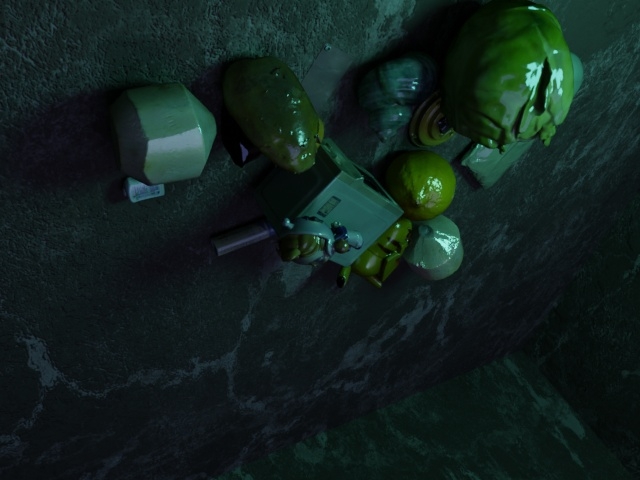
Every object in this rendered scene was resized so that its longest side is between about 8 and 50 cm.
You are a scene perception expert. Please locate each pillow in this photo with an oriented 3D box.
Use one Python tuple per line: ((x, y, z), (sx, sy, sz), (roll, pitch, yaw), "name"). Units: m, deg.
((0.648, -0.325, 2.116), (0.274, 0.076, 0.281), (-46, 144, 11), "pillow")

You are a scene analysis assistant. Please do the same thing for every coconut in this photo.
((-0.337, -0.231, 1.282), (0.241, 0.241, 0.241), (-23, 143, -18), "coconut")
((0.407, 0.016, 2.178), (0.239, 0.239, 0.244), (-39, 145, 4), "coconut")

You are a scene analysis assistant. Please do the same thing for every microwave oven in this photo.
((0.020, -0.115, 1.710), (0.286, 0.218, 0.355), (-45, 144, 16), "microwave oven")

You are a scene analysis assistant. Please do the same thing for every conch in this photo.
((0.205, -0.399, 1.591), (0.220, 0.195, 0.277), (22, 84, -60), "conch")

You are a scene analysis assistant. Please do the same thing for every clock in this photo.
((0.387, -0.381, 1.850), (0.237, 0.057, 0.237), (-23, 142, -19), "clock")

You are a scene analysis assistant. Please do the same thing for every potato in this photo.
((-0.102, -0.295, 1.371), (0.192, 0.296, 0.141), (-34, -172, -29), "potato")

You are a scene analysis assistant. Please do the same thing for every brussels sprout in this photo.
((0.499, -0.454, 1.571), (0.343, 0.425, 0.361), (9, 117, 7), "brussels sprout")

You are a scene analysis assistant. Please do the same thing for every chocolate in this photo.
((-0.189, -0.254, 1.457), (0.080, 0.148, 0.125), (-20, 180, -23), "chocolate")

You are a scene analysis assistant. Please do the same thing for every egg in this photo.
((0.775, -0.527, 1.922), (0.149, 0.149, 0.192), (-26, 146, -14), "egg")

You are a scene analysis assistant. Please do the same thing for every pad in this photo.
((0.003, -0.414, 1.531), (0.113, 0.006, 0.187), (9, 126, -46), "pad")

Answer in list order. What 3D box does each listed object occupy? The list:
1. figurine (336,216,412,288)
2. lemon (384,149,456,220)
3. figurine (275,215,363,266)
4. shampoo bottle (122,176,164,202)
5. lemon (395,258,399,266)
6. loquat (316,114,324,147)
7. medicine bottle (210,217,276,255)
((0.198, 0.027, 2.066), (0.218, 0.169, 0.326), (21, 116, -45), "figurine")
((0.315, -0.176, 1.869), (0.236, 0.236, 0.263), (-31, -175, -7), "lemon")
((0.010, -0.001, 1.536), (0.274, 0.133, 0.194), (-6, 179, -30), "figurine")
((-0.440, -0.132, 1.454), (0.099, 0.043, 0.072), (-18, 141, -22), "shampoo bottle")
((0.276, 0.080, 2.286), (0.062, 0.062, 0.083), (-15, 148, -27), "lemon")
((-0.058, -0.286, 1.514), (0.141, 0.141, 0.141), (-23, 143, -18), "loquat")
((-0.211, -0.019, 1.764), (0.231, 0.059, 0.059), (-22, 143, -20), "medicine bottle")
